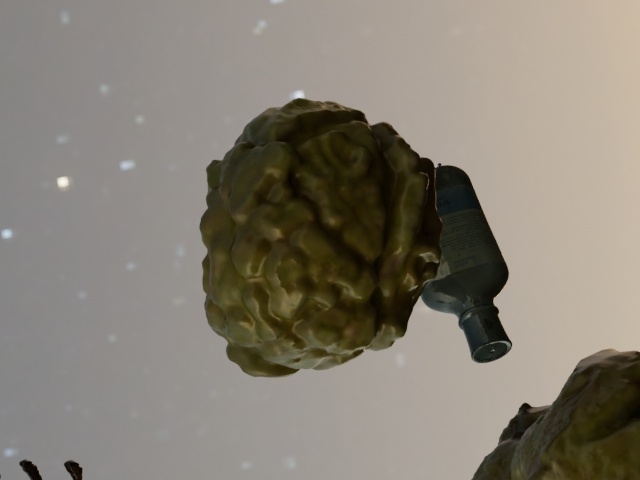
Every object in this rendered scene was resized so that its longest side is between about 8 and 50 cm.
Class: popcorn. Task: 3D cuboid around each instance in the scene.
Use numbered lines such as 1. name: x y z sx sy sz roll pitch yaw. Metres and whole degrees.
1. popcorn: 0.000 0.000 1.589 0.259 0.212 0.259 0 -90 -81
2. popcorn: 0.258 0.218 1.629 0.276 0.276 0.225 58 -164 -50

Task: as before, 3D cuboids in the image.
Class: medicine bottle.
1. medicine bottle: 0.134 0.023 1.832 0.053 0.090 0.208 75 176 -59

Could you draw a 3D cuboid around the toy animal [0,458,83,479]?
1. toy animal: -0.353 0.374 2.037 0.243 0.087 0.259 -1 -77 -45
